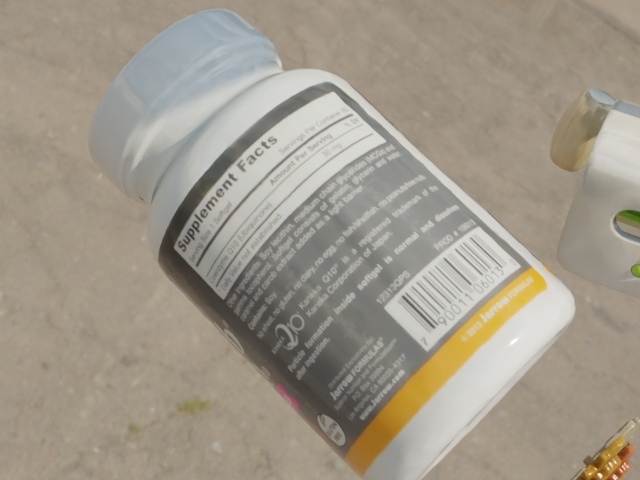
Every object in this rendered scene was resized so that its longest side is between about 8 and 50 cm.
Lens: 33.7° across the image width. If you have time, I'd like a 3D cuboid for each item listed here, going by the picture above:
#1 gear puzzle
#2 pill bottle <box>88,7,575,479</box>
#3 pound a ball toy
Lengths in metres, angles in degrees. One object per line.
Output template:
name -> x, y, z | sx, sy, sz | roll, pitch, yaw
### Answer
gear puzzle -> 0.328, 0.294, 1.260 | 0.044, 0.175, 0.339 | 44, -11, 22
pill bottle -> 0.000, 0.000, 0.630 | 0.278, 0.162, 0.162 | 44, 33, 15
pound a ball toy -> 0.328, -0.039, 0.829 | 0.319, 0.136, 0.208 | 22, 33, 15
